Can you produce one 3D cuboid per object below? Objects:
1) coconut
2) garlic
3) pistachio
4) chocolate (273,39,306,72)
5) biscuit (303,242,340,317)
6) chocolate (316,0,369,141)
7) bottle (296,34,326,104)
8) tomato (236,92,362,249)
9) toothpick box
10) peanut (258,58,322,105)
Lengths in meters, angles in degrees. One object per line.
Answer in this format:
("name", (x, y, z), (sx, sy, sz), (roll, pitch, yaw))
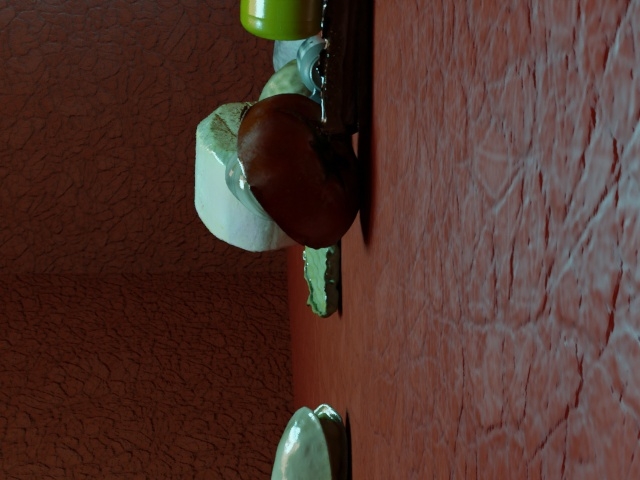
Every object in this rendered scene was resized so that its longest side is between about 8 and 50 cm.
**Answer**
("coconut", (-0.122, -0.123, 1.965), (0.297, 0.297, 0.310), (-94, 8, -45))
("garlic", (-0.026, -0.097, 1.513), (0.212, 0.218, 0.219), (50, -163, -27))
("pistachio", (-0.014, 0.377, 1.509), (0.152, 0.126, 0.223), (8, 95, 52))
("chocolate", (-0.070, -0.526, 2.435), (0.303, 0.100, 0.185), (102, 171, -58))
("biscuit", (0.000, 0.000, 1.677), (0.187, 0.036, 0.274), (178, 93, -75))
("chocolate", (0.035, -0.291, 1.187), (0.102, 0.065, 0.329), (-31, -57, -78))
("bottle", (0.001, -0.270, 1.463), (0.254, 0.079, 0.096), (-106, 40, -73))
("tomato", (-0.014, -0.100, 1.239), (0.225, 0.085, 0.225), (41, -144, -40))
("toothpick box", (-0.070, -0.555, 1.870), (0.175, 0.175, 0.271), (-97, 11, -58))
("peanut", (-0.064, -0.178, 1.684), (0.313, 0.152, 0.152), (-62, 17, 24))
